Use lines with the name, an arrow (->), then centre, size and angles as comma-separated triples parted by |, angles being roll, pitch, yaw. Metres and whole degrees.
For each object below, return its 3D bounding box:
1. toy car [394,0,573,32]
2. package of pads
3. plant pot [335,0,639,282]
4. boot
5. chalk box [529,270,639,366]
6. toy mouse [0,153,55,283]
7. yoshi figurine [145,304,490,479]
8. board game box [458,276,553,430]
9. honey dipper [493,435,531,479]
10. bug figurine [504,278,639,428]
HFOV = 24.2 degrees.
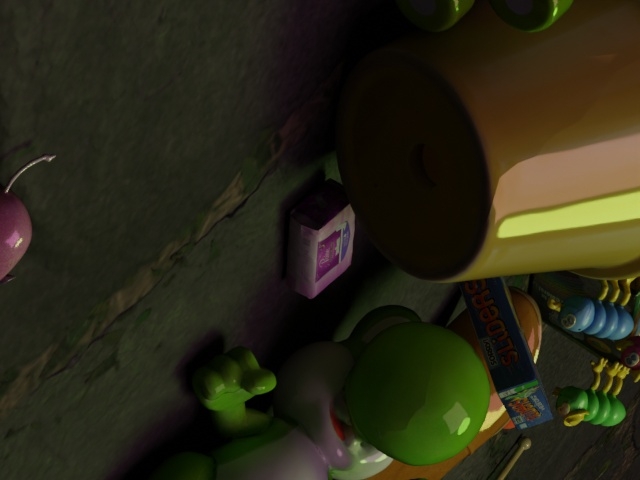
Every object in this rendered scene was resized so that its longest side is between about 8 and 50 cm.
toy car -> 0.114, -0.248, 0.927 | 0.155, 0.149, 0.188 | -45, 126, -34
package of pads -> 0.000, 0.000, 1.094 | 0.050, 0.032, 0.083 | -43, 154, -32
plant pot -> 0.152, -0.078, 1.049 | 0.239, 0.254, 0.254 | -19, 139, -34
boot -> 0.089, 0.173, 1.405 | 0.295, 0.104, 0.211 | -58, 158, 14
chalk box -> 0.321, 0.040, 1.653 | 0.132, 0.132, 0.213 | -46, 156, -23
toy mouse -> -0.189, 0.020, 0.747 | 0.161, 0.031, 0.143 | -37, 150, -39
yoshi figurine -> -0.003, 0.169, 1.115 | 0.362, 0.203, 0.203 | -44, 148, -33
board game box -> 0.138, 0.045, 1.235 | 0.035, 0.201, 0.136 | -20, 156, 7
honey dipper -> 0.232, 0.325, 1.987 | 0.160, 0.030, 0.030 | -51, 157, -21
bug figurine -> 0.268, 0.135, 1.557 | 0.216, 0.072, 0.279 | 11, 141, -27
